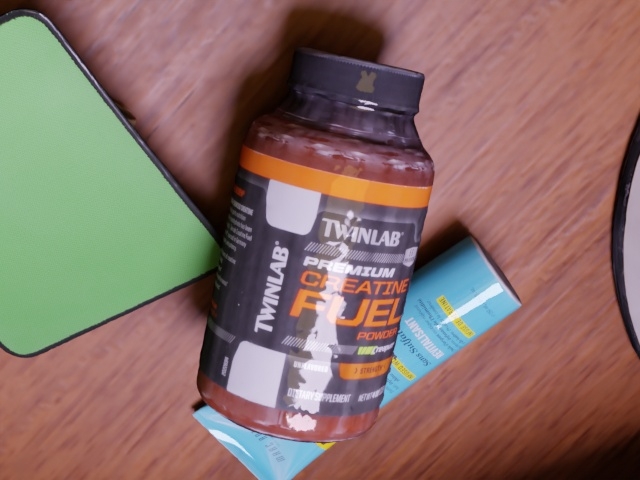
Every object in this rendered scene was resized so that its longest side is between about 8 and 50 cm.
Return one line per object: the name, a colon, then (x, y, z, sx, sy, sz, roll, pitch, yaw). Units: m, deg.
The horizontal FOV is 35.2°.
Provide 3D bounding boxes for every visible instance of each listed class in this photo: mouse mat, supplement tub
mouse mat: (-0.155, -0.018, 0.530, 0.153, 0.007, 0.189, -25, 128, 12)
supplement tub: (0.000, 0.000, 0.542, 0.106, 0.106, 0.197, 9, 101, -16)

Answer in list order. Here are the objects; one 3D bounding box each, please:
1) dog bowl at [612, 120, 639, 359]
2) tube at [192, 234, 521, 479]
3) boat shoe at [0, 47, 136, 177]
dog bowl: (0.399, -0.005, 0.610, 0.408, 0.150, 0.407, -5, 115, -10)
tube: (0.025, 0.076, 0.627, 0.207, 0.052, 0.080, -37, 105, 12)
boat shoe: (-0.150, -0.090, 0.511, 0.045, 0.050, 0.135, -43, 125, 5)
